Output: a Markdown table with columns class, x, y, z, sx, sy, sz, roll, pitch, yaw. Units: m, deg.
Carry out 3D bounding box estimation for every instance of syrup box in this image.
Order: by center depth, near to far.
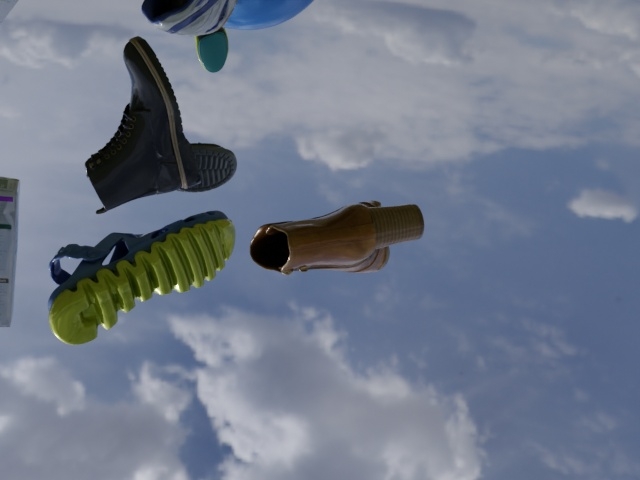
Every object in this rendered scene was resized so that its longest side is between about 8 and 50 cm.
| class | x | y | z | sx | sy | sz | roll | pitch | yaw |
| --- | --- | --- | --- | --- | --- | --- | --- | --- | --- |
| syrup box | -0.553 | 0.017 | 1.630 | 0.096 | 0.236 | 0.093 | 4 | -165 | -16 |

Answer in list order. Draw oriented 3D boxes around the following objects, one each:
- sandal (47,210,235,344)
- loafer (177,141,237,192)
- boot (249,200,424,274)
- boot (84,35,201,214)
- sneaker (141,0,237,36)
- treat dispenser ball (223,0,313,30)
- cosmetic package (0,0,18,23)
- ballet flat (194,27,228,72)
| class | x | y | z | sx | sy | sz | roll | pitch | yaw |
| --- | --- | --- | --- | --- | --- | --- | --- | --- | --- |
| sandal | -0.275 | 0.026 | 1.465 | 0.318 | 0.126 | 0.138 | -23 | -133 | -26 |
| loafer | -0.275 | -0.141 | 1.754 | 0.251 | 0.094 | 0.087 | -4 | -144 | -16 |
| boot | 0.000 | 0.001 | 1.388 | 0.211 | 0.104 | 0.295 | -8 | 174 | -16 |
| boot | -0.237 | -0.134 | 1.190 | 0.137 | 0.197 | 0.077 | -22 | -158 | -12 |
| sneaker | -0.145 | -0.401 | 1.269 | 0.112 | 0.296 | 0.131 | 27 | -155 | 21 |
| treat dispenser ball | -0.114 | -0.469 | 1.509 | 0.288 | 0.288 | 0.288 | 4 | -158 | -2 |
| cosmetic package | -0.607 | -0.516 | 1.554 | 0.197 | 0.365 | 0.155 | 6 | 151 | -43 |
| ballet flat | -0.259 | -0.489 | 2.237 | 0.077 | 0.231 | 0.077 | -19 | -126 | -8 |
